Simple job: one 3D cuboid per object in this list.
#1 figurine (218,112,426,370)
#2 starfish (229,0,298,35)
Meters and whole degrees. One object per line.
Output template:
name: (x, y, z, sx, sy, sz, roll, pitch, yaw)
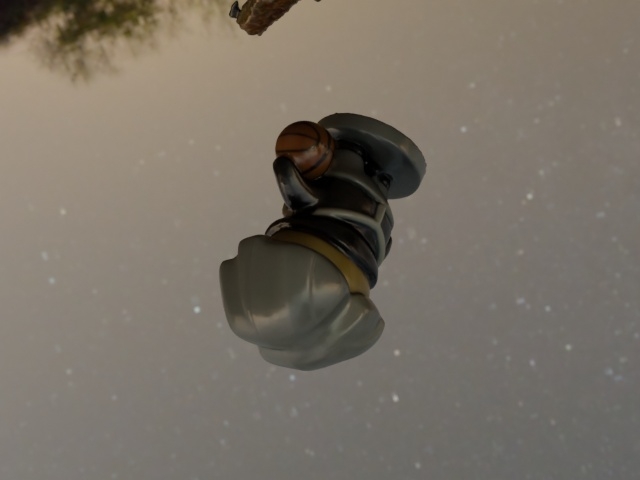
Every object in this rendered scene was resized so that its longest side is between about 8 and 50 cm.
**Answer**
figurine: (0.000, 0.000, 1.147, 0.133, 0.176, 0.236, -6, -128, 45)
starfish: (0.038, -0.297, 0.801, 0.384, 0.132, 0.398, -41, 160, 9)
